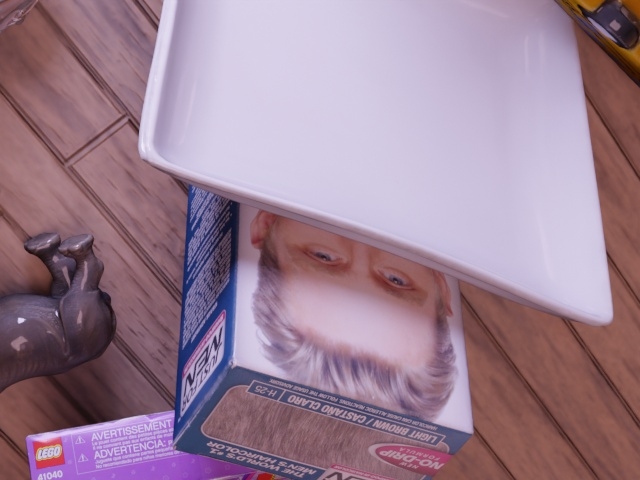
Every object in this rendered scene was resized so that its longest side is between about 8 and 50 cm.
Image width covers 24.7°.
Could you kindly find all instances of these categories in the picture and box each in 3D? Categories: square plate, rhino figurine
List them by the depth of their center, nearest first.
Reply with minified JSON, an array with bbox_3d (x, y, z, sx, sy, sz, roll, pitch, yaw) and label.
[{"bbox_3d":[0.041,-0.116,1.040,0.347,0.344,0.049,20,136,-21],"label":"square plate"},{"bbox_3d":[-0.274,0.080,1.147,0.243,0.073,0.106,-22,111,-4],"label":"rhino figurine"}]

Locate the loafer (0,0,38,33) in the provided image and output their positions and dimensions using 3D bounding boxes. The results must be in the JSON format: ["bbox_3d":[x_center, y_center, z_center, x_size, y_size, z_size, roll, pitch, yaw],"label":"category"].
[{"bbox_3d":[-0.239,-0.169,1.080,0.125,0.045,0.039,-33,132,7],"label":"loafer"}]

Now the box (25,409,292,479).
[{"bbox_3d":[-0.116,0.185,1.126,0.200,0.293,0.057,-8,73,-11],"label":"box"}]

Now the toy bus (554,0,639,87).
[{"bbox_3d":[0.263,-0.182,1.128,0.332,0.130,0.108,35,98,-38],"label":"toy bus"}]

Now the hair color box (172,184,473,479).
[{"bbox_3d":[0.000,0.000,1.034,0.173,0.347,0.105,18,135,-20],"label":"hair color box"}]
